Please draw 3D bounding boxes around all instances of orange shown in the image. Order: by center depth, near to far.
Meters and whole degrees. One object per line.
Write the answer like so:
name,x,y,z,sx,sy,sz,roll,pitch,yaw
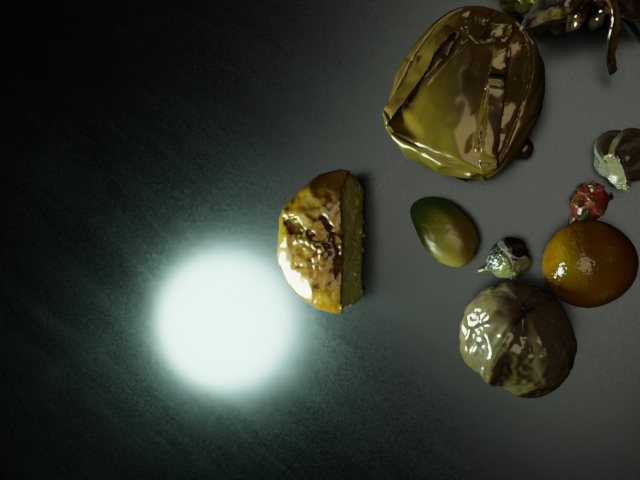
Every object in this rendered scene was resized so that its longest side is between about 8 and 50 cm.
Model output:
orange,0.588,0.051,1.677,0.206,0.206,0.206,1,93,17

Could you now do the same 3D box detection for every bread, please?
bread,0.000,0.000,1.863,0.179,0.194,0.339,0,92,23

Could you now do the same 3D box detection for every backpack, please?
backpack,0.339,-0.324,1.728,0.354,0.201,0.378,33,104,14

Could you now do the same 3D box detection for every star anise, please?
star anise,0.552,-0.512,1.538,0.293,0.109,0.349,8,117,-6

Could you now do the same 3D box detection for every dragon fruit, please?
dragon fruit,0.598,-0.078,1.727,0.081,0.086,0.116,16,109,-22

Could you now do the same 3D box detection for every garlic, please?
garlic,0.683,-0.201,1.685,0.194,0.127,0.131,-43,100,-11

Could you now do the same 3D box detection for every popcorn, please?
popcorn,0.482,-0.556,1.677,0.188,0.167,0.185,28,80,17

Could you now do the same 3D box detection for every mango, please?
mango,0.292,-0.025,1.823,0.195,0.092,0.130,42,106,20

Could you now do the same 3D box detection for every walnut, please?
walnut,0.437,0.220,1.709,0.273,0.273,0.227,4,51,17

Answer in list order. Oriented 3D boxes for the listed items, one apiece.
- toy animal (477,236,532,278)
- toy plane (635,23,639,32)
toy animal,0.422,0.038,1.785,0.137,0.098,0.098,0,93,39
toy plane,0.681,-0.520,1.684,0.182,0.107,0.273,-44,101,-27
